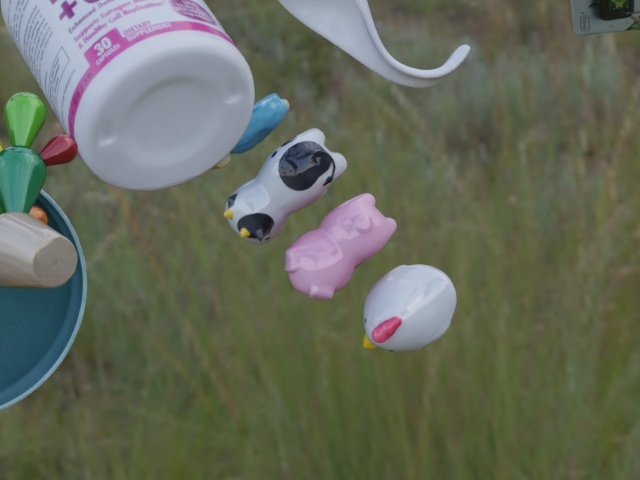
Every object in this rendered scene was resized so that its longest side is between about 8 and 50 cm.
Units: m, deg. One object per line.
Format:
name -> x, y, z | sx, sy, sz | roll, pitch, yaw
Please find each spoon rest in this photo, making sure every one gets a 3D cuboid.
spoon rest -> 0.053, -0.278, 2.351 | 0.084, 0.276, 0.137 | -64, 7, -26

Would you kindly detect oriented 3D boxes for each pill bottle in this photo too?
pill bottle -> -0.184, -0.187, 1.607 | 0.160, 0.160, 0.283 | -15, 47, -23

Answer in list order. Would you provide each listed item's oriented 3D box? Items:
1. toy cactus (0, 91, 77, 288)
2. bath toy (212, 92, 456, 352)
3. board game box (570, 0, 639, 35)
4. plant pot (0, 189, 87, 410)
toy cactus -> -0.219, 0.008, 1.227 | 0.180, 0.112, 0.219 | 14, 64, 50
bath toy -> 0.000, 0.000, 2.096 | 0.151, 0.348, 0.129 | -47, -6, 36
board game box -> 0.382, -0.292, 1.725 | 0.303, 0.097, 0.224 | -6, -18, 8
plant pot -> -0.434, 0.039, 2.105 | 0.293, 0.293, 0.196 | -14, 16, -19
